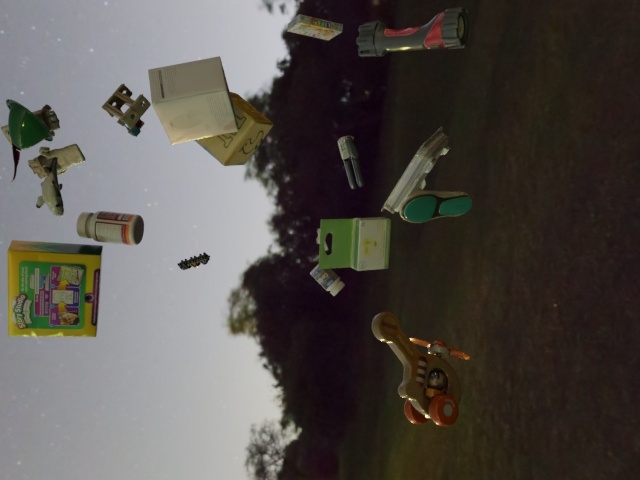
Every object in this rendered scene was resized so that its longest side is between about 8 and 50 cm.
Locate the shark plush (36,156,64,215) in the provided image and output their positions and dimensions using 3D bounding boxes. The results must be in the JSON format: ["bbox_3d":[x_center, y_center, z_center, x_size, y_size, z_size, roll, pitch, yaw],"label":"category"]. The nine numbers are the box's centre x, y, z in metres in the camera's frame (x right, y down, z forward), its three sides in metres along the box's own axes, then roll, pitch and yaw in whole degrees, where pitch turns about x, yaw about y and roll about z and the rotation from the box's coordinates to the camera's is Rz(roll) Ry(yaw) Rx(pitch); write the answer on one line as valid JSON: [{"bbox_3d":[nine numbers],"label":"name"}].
[{"bbox_3d":[-0.751,-0.149,1.541,0.067,0.073,0.161,-2,-99,-75],"label":"shark plush"}]

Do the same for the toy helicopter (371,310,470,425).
[{"bbox_3d":[0.279,0.332,1.546,0.235,0.355,0.140,-44,10,-31],"label":"toy helicopter"}]

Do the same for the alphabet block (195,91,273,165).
[{"bbox_3d":[-0.320,-0.401,1.971,0.197,0.193,0.192,-51,-4,17],"label":"alphabet block"}]

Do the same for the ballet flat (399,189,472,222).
[{"bbox_3d":[0.279,-0.095,1.408,0.086,0.248,0.086,5,96,55],"label":"ballet flat"}]

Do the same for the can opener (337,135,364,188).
[{"bbox_3d":[0.147,-0.353,2.546,0.095,0.076,0.283,-107,-1,-53],"label":"can opener"}]

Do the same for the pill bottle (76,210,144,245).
[{"bbox_3d":[-0.800,-0.050,2.102,0.121,0.221,0.121,6,-90,-87],"label":"pill bottle"}]

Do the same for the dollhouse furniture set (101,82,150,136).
[{"bbox_3d":[-0.729,-0.496,2.169,0.129,0.129,0.184,-54,-26,-9],"label":"dollhouse furniture set"}]

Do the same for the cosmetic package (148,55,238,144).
[{"bbox_3d":[-0.392,-0.435,1.725,0.224,0.224,0.138,89,169,-68],"label":"cosmetic package"}]

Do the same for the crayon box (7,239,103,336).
[{"bbox_3d":[-1.008,0.189,2.096,0.106,0.313,0.363,-125,43,-61],"label":"crayon box"}]

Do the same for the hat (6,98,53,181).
[{"bbox_3d":[-1.011,-0.327,1.817,0.184,0.173,0.208,-55,-50,-23],"label":"hat"}]

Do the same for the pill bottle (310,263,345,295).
[{"bbox_3d":[0.030,0.156,2.241,0.078,0.137,0.078,-45,-5,-5],"label":"pill bottle"}]

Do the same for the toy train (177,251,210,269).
[{"bbox_3d":[-0.392,0.068,1.712,0.036,0.158,0.027,58,-135,-16],"label":"toy train"}]

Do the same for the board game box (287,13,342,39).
[{"bbox_3d":[-0.019,-0.694,1.798,0.103,0.154,0.026,-171,84,-65],"label":"board game box"}]

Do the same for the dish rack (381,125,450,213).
[{"bbox_3d":[0.339,-0.231,1.886,0.286,0.072,0.333,-59,-10,32],"label":"dish rack"}]

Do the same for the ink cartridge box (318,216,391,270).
[{"bbox_3d":[0.114,0.012,1.792,0.056,0.235,0.171,23,113,61],"label":"ink cartridge box"}]

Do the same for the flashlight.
[{"bbox_3d":[0.247,-0.566,1.494,0.103,0.304,0.103,-49,-44,-37],"label":"flashlight"}]

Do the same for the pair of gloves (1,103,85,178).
[{"bbox_3d":[-0.997,-0.350,1.996,0.240,0.204,0.042,61,-171,-27],"label":"pair of gloves"}]

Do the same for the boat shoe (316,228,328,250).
[{"bbox_3d":[0.000,0.000,2.178,0.035,0.035,0.100,-109,-2,-61],"label":"boat shoe"}]
